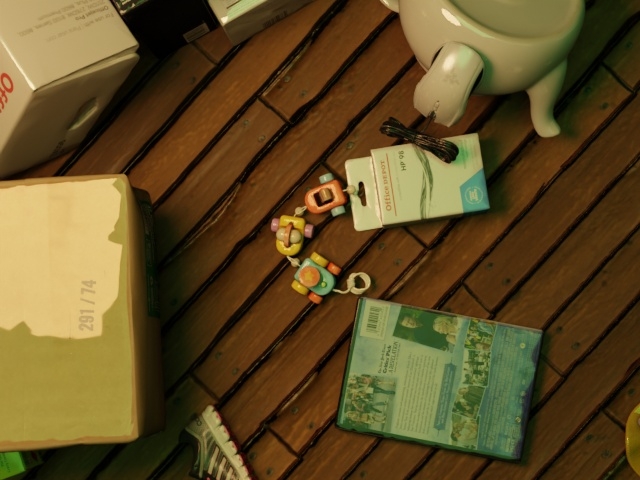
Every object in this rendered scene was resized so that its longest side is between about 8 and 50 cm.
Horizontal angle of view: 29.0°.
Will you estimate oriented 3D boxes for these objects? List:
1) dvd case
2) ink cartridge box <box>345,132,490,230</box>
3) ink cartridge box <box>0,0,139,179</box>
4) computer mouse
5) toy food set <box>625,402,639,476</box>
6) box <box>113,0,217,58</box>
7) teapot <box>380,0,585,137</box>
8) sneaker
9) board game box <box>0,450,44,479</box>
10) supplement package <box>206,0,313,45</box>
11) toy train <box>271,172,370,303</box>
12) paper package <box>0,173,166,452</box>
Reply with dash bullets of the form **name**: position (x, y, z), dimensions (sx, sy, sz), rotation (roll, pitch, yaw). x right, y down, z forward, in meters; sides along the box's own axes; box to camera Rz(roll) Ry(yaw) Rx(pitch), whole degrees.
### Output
- **dvd case**: position (0.157, 0.185, 1.644), dimensions (0.253, 0.022, 0.180), rotation (11, 88, 3)
- **ink cartridge box**: position (0.126, -0.075, 1.640), dimensions (0.180, 0.060, 0.104), rotation (-9, 86, 2)
- **ink cartridge box**: position (-0.433, -0.306, 1.550), dimensions (0.166, 0.285, 0.395), rotation (-31, 85, -35)
- **computer mouse**: position (0.143, -0.169, 1.529), dimensions (0.106, 0.193, 0.042), rotation (30, 55, 6)
- **toy food set**: position (0.495, 0.231, 1.602), dimensions (0.218, 0.071, 0.128), rotation (-43, 86, -1)
- **box**: position (-0.231, -0.354, 1.571), dimensions (0.103, 0.261, 0.184), rotation (-28, 86, 0)
- **teapot**: position (0.200, -0.281, 1.596), dimensions (0.253, 0.187, 0.256), rotation (4, 60, -16)
- **sneaker**: position (-0.132, 0.306, 1.630), dimensions (0.075, 0.063, 0.170), rotation (-29, 81, 0)
- **board game box**: position (-0.424, 0.219, 1.631), dimensions (0.043, 0.092, 0.181), rotation (-19, 86, 1)
- **supplement package**: position (-0.123, -0.405, 1.633), dimensions (0.139, 0.134, 0.244), rotation (-29, 86, 1)
- **toy train**: position (0.000, 0.000, 1.641), dimensions (0.125, 0.046, 0.166), rotation (-17, 87, 10)
- **paper package**: position (-0.354, 0.095, 1.509), dimensions (0.310, 0.168, 0.324), rotation (-4, 85, 0)
